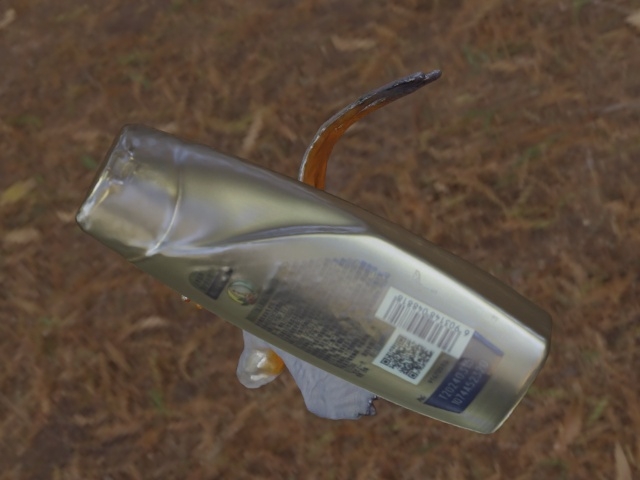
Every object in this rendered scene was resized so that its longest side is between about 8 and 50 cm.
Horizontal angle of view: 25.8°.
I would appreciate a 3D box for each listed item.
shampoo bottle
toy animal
[{"bbox_3d":[-0.006,0.026,1.026,0.125,0.350,0.084,-61,9,29],"label":"shampoo bottle"},{"bbox_3d":[-0.019,0.003,1.249,0.302,0.284,0.225,-2,12,33],"label":"toy animal"}]
